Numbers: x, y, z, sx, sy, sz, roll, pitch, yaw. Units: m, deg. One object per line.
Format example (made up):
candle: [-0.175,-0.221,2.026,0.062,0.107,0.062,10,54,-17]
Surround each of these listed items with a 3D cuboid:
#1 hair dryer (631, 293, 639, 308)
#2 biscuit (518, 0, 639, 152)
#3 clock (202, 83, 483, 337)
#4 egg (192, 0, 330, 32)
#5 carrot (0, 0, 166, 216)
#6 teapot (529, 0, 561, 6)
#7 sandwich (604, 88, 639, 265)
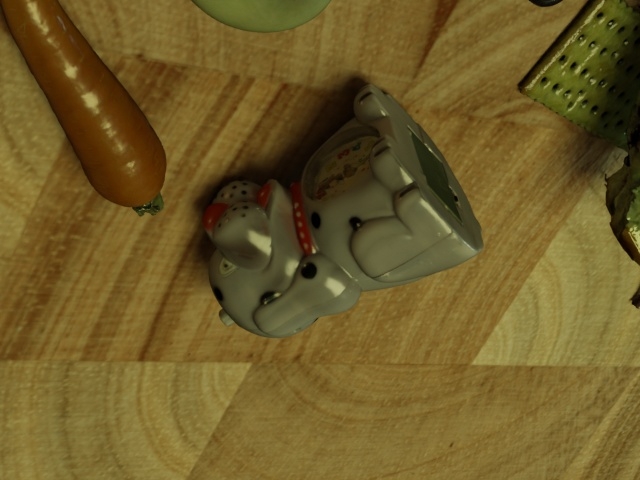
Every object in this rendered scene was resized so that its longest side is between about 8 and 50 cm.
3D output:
hair dryer: [0.424,0.031,1.810,0.106,0.054,0.154,-7,137,-27]
biscuit: [0.312,-0.172,1.541,0.231,0.016,0.139,21,115,-47]
clock: [0.001,-0.003,1.369,0.254,0.189,0.189,-30,144,14]
egg: [-0.051,-0.218,1.130,0.152,0.114,0.114,14,119,-41]
carrot: [-0.192,-0.124,1.158,0.069,0.069,0.336,-33,139,-6]
teapot: [0.220,-0.285,1.301,0.096,0.087,0.177,-1,129,-31]
sandwich: [0.377,-0.114,1.500,0.254,0.100,0.288,-31,112,19]
